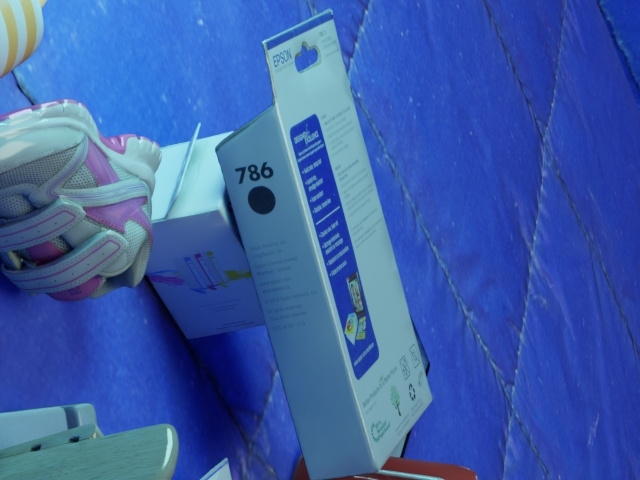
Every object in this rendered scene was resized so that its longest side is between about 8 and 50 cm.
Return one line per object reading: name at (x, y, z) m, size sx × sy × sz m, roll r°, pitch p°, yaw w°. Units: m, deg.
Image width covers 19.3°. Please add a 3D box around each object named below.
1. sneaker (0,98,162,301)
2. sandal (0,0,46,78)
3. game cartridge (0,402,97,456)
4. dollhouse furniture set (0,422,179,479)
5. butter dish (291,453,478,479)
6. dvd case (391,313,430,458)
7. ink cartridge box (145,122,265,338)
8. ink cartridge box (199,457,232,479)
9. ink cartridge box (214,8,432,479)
sneaker at (-0.172, -0.020, 1.222) m, size 0.252 × 0.103 × 0.111 m, roll 15°, pitch 63°, yaw -64°
sandal at (-0.215, -0.164, 1.223) m, size 0.265 × 0.076 × 0.102 m, roll -60°, pitch 134°, yaw -58°
game cartridge at (-0.219, 0.216, 1.057) m, size 0.355 × 0.068 × 0.230 m, roll 4°, pitch 79°, yaw -67°
dollhouse furniture set at (-0.059, 0.297, 1.040) m, size 0.286 × 0.198 × 0.303 m, roll -78°, pitch 147°, yaw -49°
butter dish at (0.046, 0.268, 1.582) m, size 0.160 × 0.160 × 0.118 m, roll -75°, pitch 169°, yaw -48°
dvd case at (0.044, 0.124, 1.770) m, size 0.253 × 0.022 × 0.180 m, roll -68°, pitch 141°, yaw -54°
ink cartridge box at (-0.085, -0.010, 1.437) m, size 0.092 × 0.090 × 0.143 m, roll -77°, pitch 148°, yaw -45°
ink cartridge box at (-0.094, 0.285, 1.330) m, size 0.206 × 0.045 × 0.208 m, roll -32°, pitch 110°, yaw -66°
ink cartridge box at (0.000, 0.000, 1.434) m, size 0.165 × 0.065 × 0.332 m, roll -37°, pitch 115°, yaw -66°
